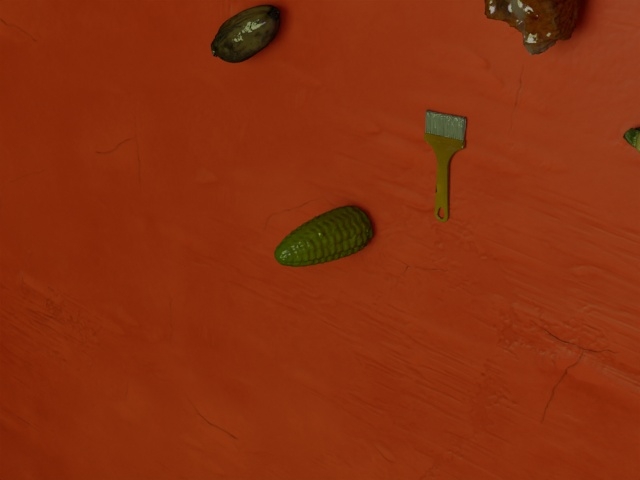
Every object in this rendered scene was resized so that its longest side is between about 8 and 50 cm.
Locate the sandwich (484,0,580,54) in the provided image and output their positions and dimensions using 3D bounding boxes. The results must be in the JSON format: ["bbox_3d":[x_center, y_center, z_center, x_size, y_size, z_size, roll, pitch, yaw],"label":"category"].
[{"bbox_3d":[0.314,-0.420,1.673,0.250,0.162,0.301,-10,116,12],"label":"sandwich"}]

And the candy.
[{"bbox_3d":[0.000,0.000,2.110,0.096,0.209,0.097,29,129,42],"label":"candy"}]

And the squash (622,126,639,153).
[{"bbox_3d":[0.549,-0.143,1.685,0.224,0.094,0.094,14,116,45],"label":"squash"}]

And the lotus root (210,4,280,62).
[{"bbox_3d":[-0.141,-0.392,2.150,0.179,0.089,0.080,-20,131,39],"label":"lotus root"}]

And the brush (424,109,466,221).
[{"bbox_3d":[0.219,-0.128,2.005,0.083,0.011,0.205,16,118,33],"label":"brush"}]
